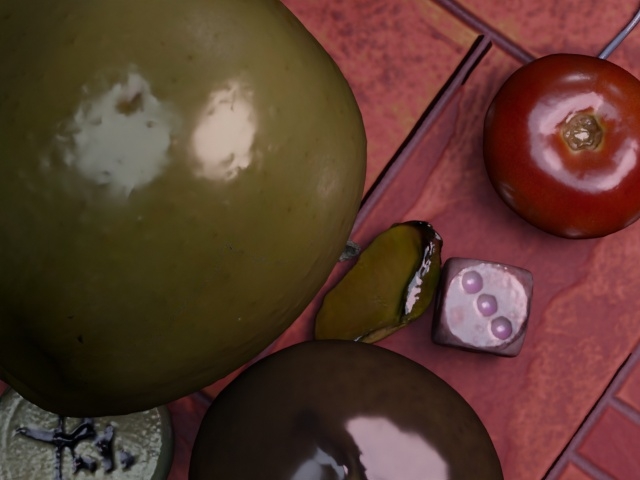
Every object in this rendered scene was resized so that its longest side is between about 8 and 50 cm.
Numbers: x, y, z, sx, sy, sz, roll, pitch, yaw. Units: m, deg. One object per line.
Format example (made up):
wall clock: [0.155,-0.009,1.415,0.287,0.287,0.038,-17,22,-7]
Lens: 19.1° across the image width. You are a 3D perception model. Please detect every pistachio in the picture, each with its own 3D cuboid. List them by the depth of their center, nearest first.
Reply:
pistachio: [0.068,0.057,1.960,0.173,0.049,0.089,-49,63,6]

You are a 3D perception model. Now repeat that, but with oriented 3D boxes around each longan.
longan: [0.023,0.245,1.821,0.319,0.319,0.318,0,85,-2]

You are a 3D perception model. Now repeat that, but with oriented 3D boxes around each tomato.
tomato: [0.260,-0.095,1.939,0.195,0.136,0.195,0,83,-1]

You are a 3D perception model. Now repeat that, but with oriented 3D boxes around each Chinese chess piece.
Chinese chess piece: [-0.241,0.204,1.915,0.188,0.083,0.188,0,78,2]

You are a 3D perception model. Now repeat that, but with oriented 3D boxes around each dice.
dice: [0.165,0.069,1.942,0.091,0.094,0.093,10,86,-2]

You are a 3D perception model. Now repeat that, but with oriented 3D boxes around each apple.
apple: [-0.188,-0.059,1.766,0.474,0.473,0.473,0,85,-2]

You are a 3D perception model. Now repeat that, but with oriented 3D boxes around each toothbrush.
toothbrush: [0.335,-0.241,2.015,0.019,0.013,0.193,37,85,7]

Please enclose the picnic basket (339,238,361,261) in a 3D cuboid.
picnic basket: [0.000,0.000,1.961,0.083,0.065,0.083,28,63,-4]
